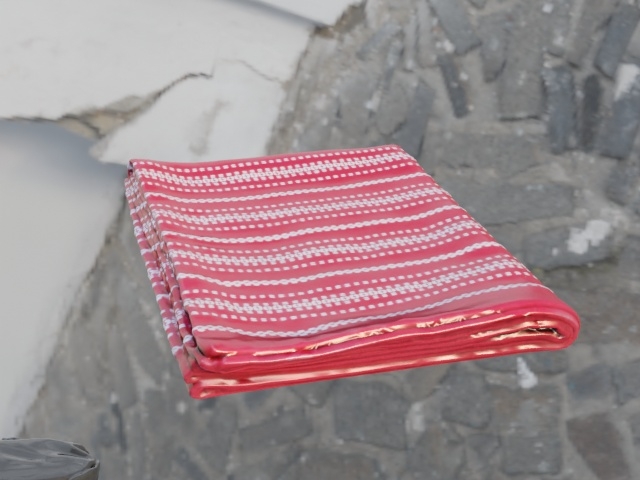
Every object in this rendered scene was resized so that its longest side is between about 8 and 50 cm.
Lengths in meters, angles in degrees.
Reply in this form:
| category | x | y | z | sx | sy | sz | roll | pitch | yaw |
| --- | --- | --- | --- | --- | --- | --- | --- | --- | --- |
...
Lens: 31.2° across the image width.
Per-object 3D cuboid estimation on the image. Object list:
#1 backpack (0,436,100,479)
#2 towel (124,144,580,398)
| category | x | y | z | sx | sy | sz | roll | pitch | yaw |
| --- | --- | --- | --- | --- | --- | --- | --- | --- | --- |
| backpack | -0.371 | 0.415 | 1.220 | 0.273 | 0.290 | 0.356 | 22 | 104 | 56 |
| towel | 0.000 | 0.000 | 0.645 | 0.275 | 0.198 | 0.031 | -124 | 32 | -62 |
